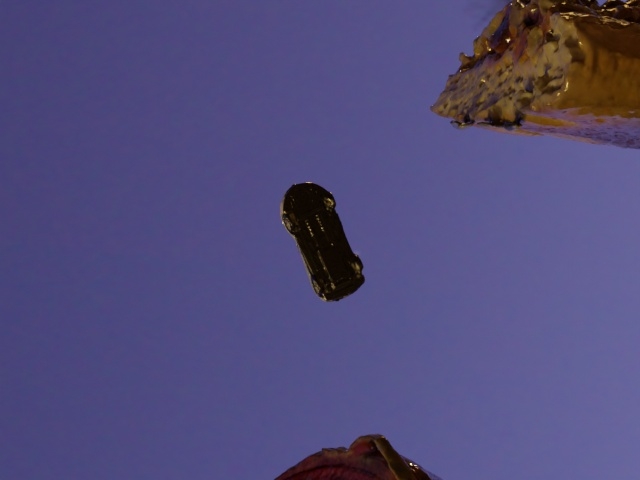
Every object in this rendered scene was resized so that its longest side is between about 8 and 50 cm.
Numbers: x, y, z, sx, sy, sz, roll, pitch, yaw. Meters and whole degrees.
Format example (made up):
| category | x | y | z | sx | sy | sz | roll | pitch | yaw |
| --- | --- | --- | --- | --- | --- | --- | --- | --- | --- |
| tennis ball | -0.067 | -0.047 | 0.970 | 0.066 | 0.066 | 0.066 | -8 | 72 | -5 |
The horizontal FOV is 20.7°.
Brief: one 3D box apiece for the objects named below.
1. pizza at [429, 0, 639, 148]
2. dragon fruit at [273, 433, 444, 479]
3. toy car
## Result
| category | x | y | z | sx | sy | sz | roll | pitch | yaw |
| --- | --- | --- | --- | --- | --- | --- | --- | --- | --- |
| pizza | 0.119 | -0.080 | 0.809 | 0.154 | 0.194 | 0.069 | 4 | -85 | -34 |
| dragon fruit | 0.058 | 0.151 | 0.699 | 0.161 | 0.127 | 0.120 | 29 | -137 | -35 |
| toy car | 0.000 | 0.000 | 1.306 | 0.041 | 0.025 | 0.093 | -24 | -87 | -17 |
